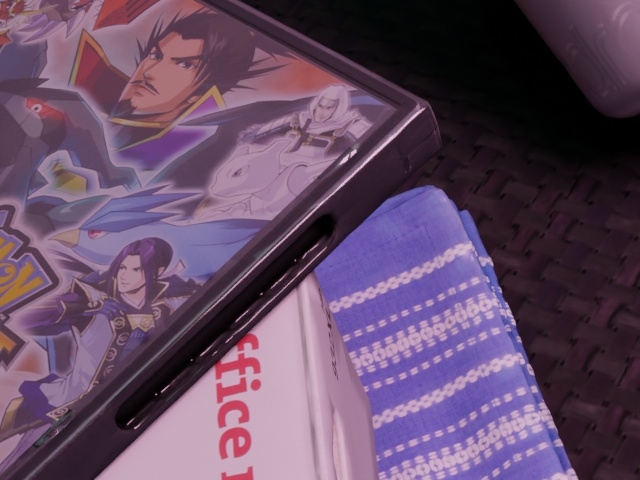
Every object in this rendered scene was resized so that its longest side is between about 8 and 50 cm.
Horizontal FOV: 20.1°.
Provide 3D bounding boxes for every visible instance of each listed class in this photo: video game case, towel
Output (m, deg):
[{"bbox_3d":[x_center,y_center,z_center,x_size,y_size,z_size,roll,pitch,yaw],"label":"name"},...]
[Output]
[{"bbox_3d":[-0.128,-0.026,0.794,0.248,0.035,0.275,-43,50,-18],"label":"video game case"},{"bbox_3d":[-0.001,0.130,0.830,0.243,0.040,0.336,-20,48,1],"label":"towel"}]

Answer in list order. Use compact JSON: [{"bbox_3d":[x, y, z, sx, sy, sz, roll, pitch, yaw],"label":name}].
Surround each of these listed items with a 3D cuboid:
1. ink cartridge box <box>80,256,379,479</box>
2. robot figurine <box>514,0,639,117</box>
[{"bbox_3d":[-0.128,0.153,0.754,0.307,0.129,0.223,-15,47,9],"label":"ink cartridge box"},{"bbox_3d":[0.170,-0.207,0.958,0.200,0.300,0.353,-36,89,-26],"label":"robot figurine"}]
